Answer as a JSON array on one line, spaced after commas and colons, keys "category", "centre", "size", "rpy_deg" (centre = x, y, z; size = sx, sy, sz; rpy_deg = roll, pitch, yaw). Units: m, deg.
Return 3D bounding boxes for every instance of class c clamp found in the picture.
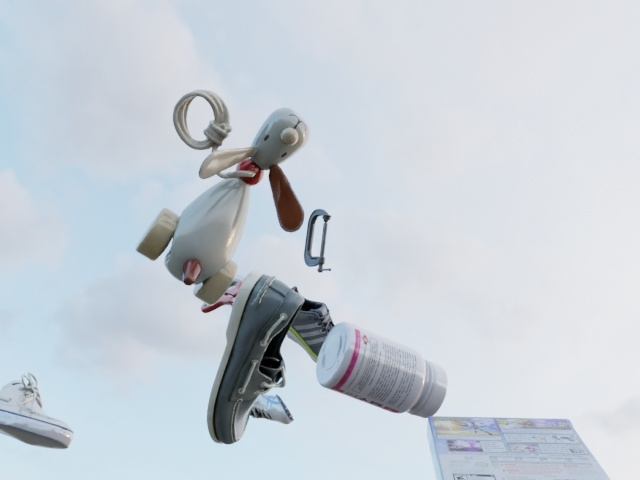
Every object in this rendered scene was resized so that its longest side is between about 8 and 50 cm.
[{"category": "c clamp", "centre": [0.000, 0.000, 1.450], "size": [0.022, 0.161, 0.137], "rpy_deg": [10, -13, -27]}]

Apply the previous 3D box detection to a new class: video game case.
[{"category": "video game case", "centre": [0.332, 0.388, 1.083], "size": [0.269, 0.244, 0.061], "rpy_deg": [0, -78, 4]}]

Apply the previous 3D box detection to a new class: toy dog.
[{"category": "toy dog", "centre": [-0.139, -0.049, 0.931], "size": [0.220, 0.161, 0.334], "rpy_deg": [15, -79, -18]}]

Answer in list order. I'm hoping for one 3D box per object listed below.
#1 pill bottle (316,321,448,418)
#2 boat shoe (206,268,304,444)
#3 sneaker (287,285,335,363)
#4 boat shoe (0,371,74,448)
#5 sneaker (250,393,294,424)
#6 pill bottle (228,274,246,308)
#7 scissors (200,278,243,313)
[{"category": "pill bottle", "centre": [0.147, 0.312, 1.477], "size": [0.283, 0.160, 0.160], "rpy_deg": [24, -42, -17]}, {"category": "boat shoe", "centre": [-0.102, 0.203, 0.986], "size": [0.099, 0.116, 0.319], "rpy_deg": [18, -68, 10]}, {"category": "sneaker", "centre": [-0.001, 0.239, 1.667], "size": [0.300, 0.111, 0.121], "rpy_deg": [33, -56, 9]}, {"category": "boat shoe", "centre": [-0.745, 0.391, 1.532], "size": [0.367, 0.156, 0.136], "rpy_deg": [10, -35, 16]}, {"category": "sneaker", "centre": [-0.151, 0.446, 1.663], "size": [0.237, 0.086, 0.085], "rpy_deg": [6, -51, 54]}, {"category": "pill bottle", "centre": [-0.188, 0.138, 1.554], "size": [0.087, 0.087, 0.160], "rpy_deg": [23, -2, -20]}, {"category": "scissors", "centre": [-0.171, 0.116, 1.324], "size": [0.021, 0.109, 0.297], "rpy_deg": [56, -28, -14]}]
